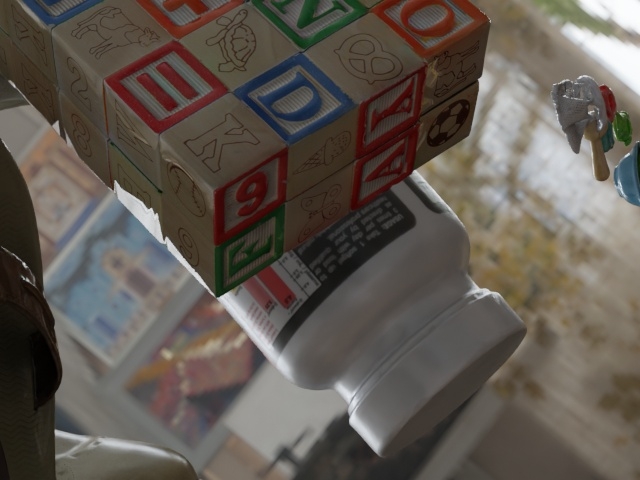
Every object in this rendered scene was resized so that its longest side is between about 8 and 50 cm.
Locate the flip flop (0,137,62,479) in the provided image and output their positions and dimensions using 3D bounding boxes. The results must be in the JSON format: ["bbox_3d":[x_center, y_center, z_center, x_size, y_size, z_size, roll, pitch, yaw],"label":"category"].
[{"bbox_3d":[-0.183,0.059,0.888,0.112,0.277,0.080,-7,0,-37],"label":"flip flop"}]

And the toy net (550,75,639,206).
[{"bbox_3d":[0.285,-0.116,1.640,0.232,0.045,0.122,36,-130,-56],"label":"toy net"}]

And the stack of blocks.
[{"bbox_3d":[-0.078,-0.130,0.859,0.171,0.297,0.087,-34,-28,-24],"label":"stack of blocks"}]

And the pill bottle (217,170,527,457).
[{"bbox_3d":[0.000,0.000,1.478,0.210,0.363,0.210,-38,-14,-11],"label":"pill bottle"}]

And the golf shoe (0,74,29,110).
[{"bbox_3d":[-0.214,-0.128,1.027,0.306,0.115,0.140,-18,18,-31],"label":"golf shoe"}]

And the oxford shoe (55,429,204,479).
[{"bbox_3d":[-0.258,0.141,1.021,0.140,0.396,0.147,-58,-39,-62],"label":"oxford shoe"}]
